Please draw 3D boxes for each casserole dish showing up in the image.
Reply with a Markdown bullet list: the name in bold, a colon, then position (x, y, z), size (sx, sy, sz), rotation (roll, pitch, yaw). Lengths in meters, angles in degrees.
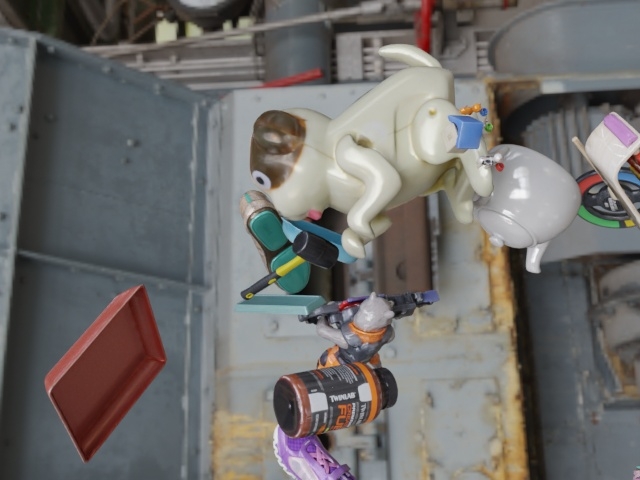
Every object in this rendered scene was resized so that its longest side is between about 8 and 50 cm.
- **casserole dish**: position (0.000, 0.000, 1.691), size (0.037, 0.188, 0.114), rotation (-65, 22, 10)

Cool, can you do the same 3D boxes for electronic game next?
- **electronic game**: position (0.742, -0.106, 2.108), size (0.229, 0.229, 0.048), rotation (83, -160, -54)

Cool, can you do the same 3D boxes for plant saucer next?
- **plant saucer**: position (-0.083, 0.125, 1.666), size (0.067, 0.192, 0.018), rotation (-30, -68, -50)
- **plant saucer**: position (-0.392, 0.237, 1.530), size (0.258, 0.048, 0.259), rotation (-54, -25, -34)

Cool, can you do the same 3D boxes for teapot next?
- **teapot**: position (0.413, -0.073, 1.786), size (0.187, 0.256, 0.252), rotation (-56, -9, -12)

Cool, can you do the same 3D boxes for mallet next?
- **mallet**: position (-0.046, 0.047, 1.213), size (0.190, 0.062, 0.039), rotation (-41, 37, 45)

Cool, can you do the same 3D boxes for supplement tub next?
- **supplement tub**: position (0.029, 0.258, 1.382), size (0.106, 0.198, 0.106), rotation (17, 109, 58)

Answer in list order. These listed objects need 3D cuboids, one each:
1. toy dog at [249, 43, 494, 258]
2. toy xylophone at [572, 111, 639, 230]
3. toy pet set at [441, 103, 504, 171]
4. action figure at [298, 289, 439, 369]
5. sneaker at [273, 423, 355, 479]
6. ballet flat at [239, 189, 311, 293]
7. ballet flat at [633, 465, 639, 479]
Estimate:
- **toy dog**: position (0.070, -0.168, 1.543), size (0.284, 0.408, 0.395), rotation (112, 146, -85)
- **toy xylophone**: position (0.576, -0.103, 1.534), size (0.323, 0.081, 0.236), rotation (42, -163, -38)
- **toy pet set**: position (0.258, -0.182, 1.369), size (0.065, 0.114, 0.122), rotation (-46, 52, 54)
- **action figure**: position (0.125, 0.229, 1.890), size (0.330, 0.341, 0.178), rotation (99, 155, -51)
- **sneaker**: position (0.006, 0.413, 1.495), size (0.104, 0.095, 0.236), rotation (-32, 86, 51)
- **ballet flat**: position (-0.102, -0.004, 1.891), size (0.106, 0.108, 0.316), rotation (54, 170, 39)
- **ballet flat**: position (0.708, 0.458, 1.588), size (0.077, 0.222, 0.079), rotation (21, -121, -53)
